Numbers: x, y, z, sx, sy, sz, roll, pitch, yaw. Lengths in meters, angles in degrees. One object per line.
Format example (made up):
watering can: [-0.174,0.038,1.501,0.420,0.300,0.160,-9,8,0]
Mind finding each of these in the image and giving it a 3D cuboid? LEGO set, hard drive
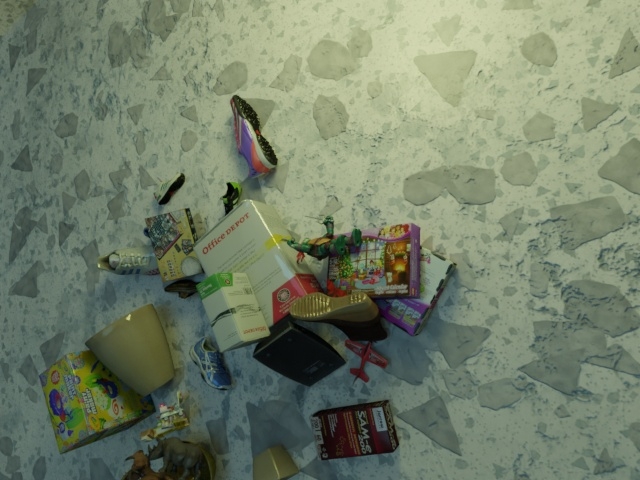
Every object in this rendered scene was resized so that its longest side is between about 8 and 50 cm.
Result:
LEGO set: [-0.555,0.631,1.512,0.287,0.132,0.107,-47,48,38]
hard drive: [-0.061,0.340,1.248,0.172,0.254,0.054,-38,36,17]

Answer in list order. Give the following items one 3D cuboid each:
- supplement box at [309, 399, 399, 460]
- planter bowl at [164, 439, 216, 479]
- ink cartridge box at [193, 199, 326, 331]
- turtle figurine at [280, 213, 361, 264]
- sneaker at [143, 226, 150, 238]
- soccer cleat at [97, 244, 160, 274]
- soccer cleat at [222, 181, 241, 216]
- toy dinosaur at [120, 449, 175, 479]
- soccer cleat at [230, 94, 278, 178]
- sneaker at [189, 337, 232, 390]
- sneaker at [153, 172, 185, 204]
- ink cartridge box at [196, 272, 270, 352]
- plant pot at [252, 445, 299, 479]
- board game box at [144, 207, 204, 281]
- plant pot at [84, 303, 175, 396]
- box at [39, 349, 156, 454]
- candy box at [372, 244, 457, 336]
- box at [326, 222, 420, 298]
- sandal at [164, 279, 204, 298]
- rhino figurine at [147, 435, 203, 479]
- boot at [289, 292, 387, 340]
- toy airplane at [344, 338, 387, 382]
supplement box: [0.096,0.559,1.231,0.239,0.073,0.131,-19,77,21]
planter bowl: [-0.428,0.790,1.439,0.216,0.090,0.218,-4,82,27]
ink cartridge box: [-0.202,0.101,1.368,0.279,0.160,0.385,-37,72,17]
turtle figurine: [0.000,0.000,1.252,0.234,0.175,0.118,3,127,44]
sneaker: [-0.585,-0.017,1.599,0.220,0.087,0.084,3,87,23]
soccer cleat: [-0.720,0.082,1.622,0.330,0.143,0.116,-9,81,24]
soccer cleat: [-0.324,-0.122,1.498,0.060,0.072,0.179,3,86,25]
toy dinosaur: [-0.558,0.794,1.334,0.200,0.295,0.127,31,70,-10]
soccer cleat: [-0.263,-0.371,1.481,0.116,0.108,0.319,-32,75,23]
sneaker: [-0.378,0.432,1.460,0.211,0.080,0.081,43,106,21]
sneaker: [-0.603,-0.219,1.646,0.161,0.057,0.075,-46,74,17]
ink cartridge box: [-0.249,0.204,1.208,0.086,0.153,0.209,-31,73,19]
plant pot: [-0.151,0.713,1.318,0.109,0.109,0.096,-37,58,17]
board game box: [-0.532,0.017,1.538,0.164,0.042,0.244,-12,96,8]
plant pot: [-0.658,0.415,1.525,0.256,0.256,0.274,-34,89,18]
box: [-0.814,0.565,1.540,0.177,0.279,0.290,-34,71,18]
candy box: [0.261,0.131,1.199,0.159,0.071,0.234,31,98,27]
box: [0.146,0.069,1.208,0.293,0.057,0.201,-9,70,41]
sandal: [-0.484,0.186,1.547,0.219,0.090,0.060,-2,106,18]
rhino figurine: [-0.485,0.712,1.385,0.243,0.073,0.107,3,67,29]
boot: [0.054,0.238,1.202,0.248,0.207,0.090,-9,44,19]
toy airplane: [0.132,0.363,1.259,0.151,0.028,0.152,-5,80,30]
